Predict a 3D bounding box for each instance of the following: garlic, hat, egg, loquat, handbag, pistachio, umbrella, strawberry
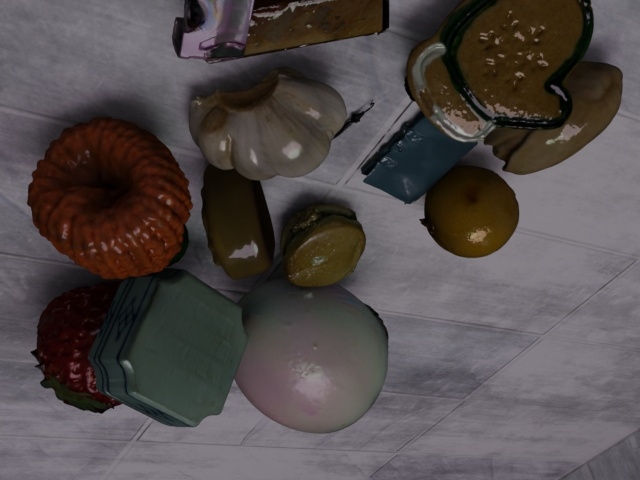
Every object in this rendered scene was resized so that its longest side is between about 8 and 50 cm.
[{"bbox_3d":[-0.082,-0.188,1.532,0.281,0.184,0.203,-24,159,12],"label":"garlic"},{"bbox_3d":[-0.358,-0.020,1.577,0.285,0.285,0.400,-13,149,-3],"label":"hat"},{"bbox_3d":[-0.063,0.239,1.962,0.355,0.354,0.340,-32,140,22],"label":"egg"},{"bbox_3d":[0.316,-0.059,1.827,0.208,0.208,0.208,-10,144,-7],"label":"loquat"},{"bbox_3d":[0.199,-0.177,1.760,0.144,0.057,0.221,21,132,-30],"label":"handbag"},{"bbox_3d":[0.459,-0.240,1.675,0.293,0.162,0.181,-41,167,28],"label":"pistachio"},{"bbox_3d":[0.050,-0.222,1.668,0.022,0.022,0.149,41,120,-19],"label":"umbrella"},{"bbox_3d":[-0.480,0.207,1.882,0.292,0.309,0.291,16,156,8],"label":"strawberry"}]

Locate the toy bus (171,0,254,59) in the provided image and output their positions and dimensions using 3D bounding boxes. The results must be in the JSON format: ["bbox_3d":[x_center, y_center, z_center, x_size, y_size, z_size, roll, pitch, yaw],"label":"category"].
[{"bbox_3d":[-0.145,-0.396,1.235,0.112,0.090,0.274,3,121,-21],"label":"toy bus"}]

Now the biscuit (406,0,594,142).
[{"bbox_3d":[0.330,-0.301,1.477,0.344,0.057,0.287,-37,107,3],"label":"biscuit"}]

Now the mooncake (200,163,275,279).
[{"bbox_3d":[-0.163,-0.049,1.661,0.117,0.234,0.235,-14,144,6],"label":"mooncake"}]

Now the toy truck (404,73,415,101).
[{"bbox_3d":[0.266,-0.294,1.559,0.208,0.113,0.126,11,103,-12],"label":"toy truck"}]

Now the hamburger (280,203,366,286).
[{"bbox_3d":[0.000,0.000,1.865,0.189,0.122,0.215,-13,141,-14],"label":"hamburger"}]

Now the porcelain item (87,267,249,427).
[{"bbox_3d":[-0.305,0.217,1.741,0.157,0.281,0.286,-7,147,45],"label":"porcelain item"}]

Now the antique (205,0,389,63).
[{"bbox_3d":[-0.048,-0.368,1.380,0.310,0.087,0.093,-11,142,-4],"label":"antique"}]
